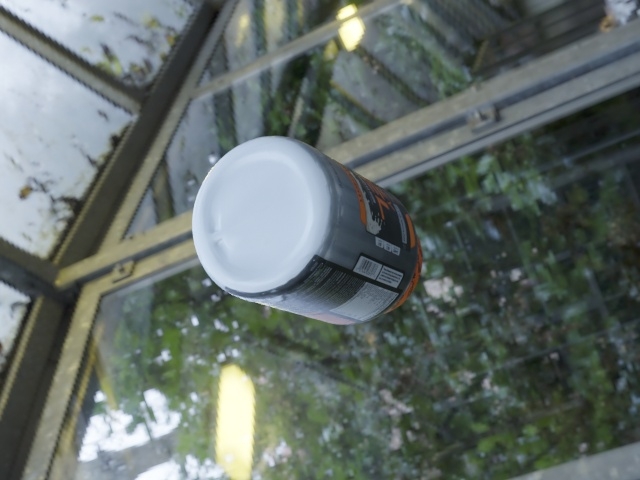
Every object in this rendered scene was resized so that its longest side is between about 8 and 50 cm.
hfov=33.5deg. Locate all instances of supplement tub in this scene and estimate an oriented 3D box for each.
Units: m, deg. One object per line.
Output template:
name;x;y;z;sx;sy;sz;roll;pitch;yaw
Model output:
supplement tub;0.000;0.000;0.797;0.190;0.117;0.117;22;-131;-61
